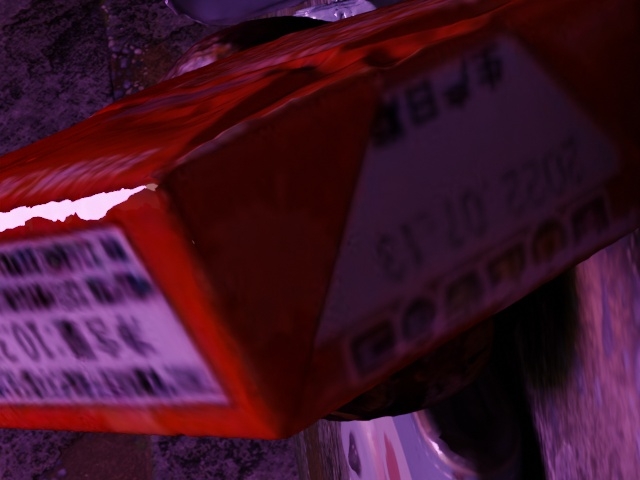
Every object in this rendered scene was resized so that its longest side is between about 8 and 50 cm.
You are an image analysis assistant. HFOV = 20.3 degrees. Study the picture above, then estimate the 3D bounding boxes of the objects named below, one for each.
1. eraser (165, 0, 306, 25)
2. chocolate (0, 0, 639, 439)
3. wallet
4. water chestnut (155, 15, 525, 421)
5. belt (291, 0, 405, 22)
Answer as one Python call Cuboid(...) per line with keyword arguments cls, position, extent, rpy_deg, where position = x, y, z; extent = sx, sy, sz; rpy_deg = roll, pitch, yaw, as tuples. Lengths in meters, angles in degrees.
Cuboid(cls="eraser", position=(-0.036, -0.240, 1.145), extent=(0.227, 0.174, 0.081), rpy_deg=(-110, 2, -49))
Cuboid(cls="chocolate", position=(-0.018, -0.014, 0.676), extent=(0.237, 0.234, 0.108), rpy_deg=(-4, 108, 52))
Cuboid(cls="wallet", position=(0.070, 0.170, 1.149), extent=(0.252, 0.083, 0.360), rpy_deg=(-109, 13, -45))
Cuboid(cls="water chestnut", position=(0.000, 0.000, 0.916), extent=(0.223, 0.238, 0.224), rpy_deg=(32, 148, 23))
Cuboid(cls="belt", position=(0.024, -0.121, 1.113), extent=(0.140, 0.105, 0.058), rpy_deg=(176, 87, -73))
